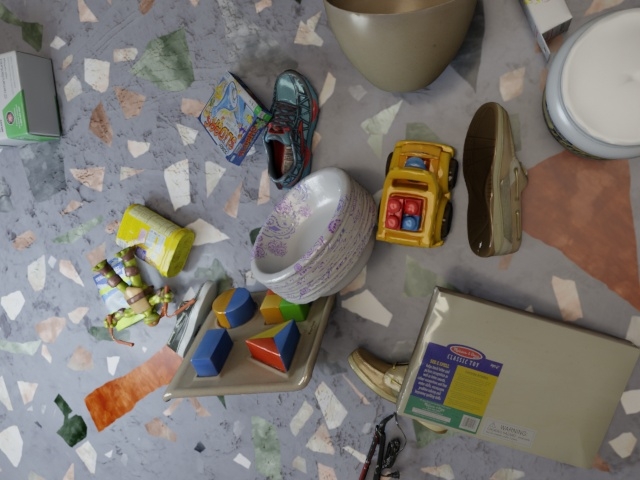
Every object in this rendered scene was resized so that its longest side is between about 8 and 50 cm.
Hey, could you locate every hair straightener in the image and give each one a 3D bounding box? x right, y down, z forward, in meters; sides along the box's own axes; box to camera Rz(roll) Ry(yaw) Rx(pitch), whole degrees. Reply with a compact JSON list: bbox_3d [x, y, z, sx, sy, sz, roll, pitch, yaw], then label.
[{"bbox_3d":[0.147,0.503,1.342,0.089,0.047,0.231,19,98,16],"label":"hair straightener"}]

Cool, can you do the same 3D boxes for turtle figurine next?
[{"bbox_3d":[-0.438,0.124,1.430,0.269,0.087,0.217,-25,100,23],"label":"turtle figurine"}]

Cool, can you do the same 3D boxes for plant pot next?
[{"bbox_3d":[0.157,-0.400,1.130,0.284,0.284,0.191,6,135,18],"label":"plant pot"}]

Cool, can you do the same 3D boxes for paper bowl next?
[{"bbox_3d":[0.000,0.000,1.220,0.284,0.284,0.148,-42,118,19],"label":"paper bowl"}]

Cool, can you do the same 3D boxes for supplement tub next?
[{"bbox_3d":[0.493,-0.249,0.980,0.228,0.316,0.229,2,97,19],"label":"supplement tub"}]

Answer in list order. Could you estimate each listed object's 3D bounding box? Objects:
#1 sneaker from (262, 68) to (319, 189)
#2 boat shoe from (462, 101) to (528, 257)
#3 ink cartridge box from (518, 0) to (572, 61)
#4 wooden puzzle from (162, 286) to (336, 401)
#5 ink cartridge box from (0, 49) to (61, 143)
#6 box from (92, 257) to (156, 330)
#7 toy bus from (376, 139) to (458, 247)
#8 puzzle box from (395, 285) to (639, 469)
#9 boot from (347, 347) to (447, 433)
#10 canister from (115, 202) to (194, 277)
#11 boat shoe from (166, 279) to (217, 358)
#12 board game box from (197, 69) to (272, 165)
[{"bbox_3d":[-0.068,-0.240,1.276,0.104,0.125,0.262,2,97,18],"label":"sneaker"},{"bbox_3d":[0.353,-0.119,1.168,0.098,0.109,0.303,-5,96,-20],"label":"boat shoe"},{"bbox_3d":[0.415,-0.435,1.096,0.061,0.104,0.181,-25,89,20],"label":"ink cartridge box"},{"bbox_3d":[-0.148,0.191,1.257,0.347,0.322,0.081,-13,119,22],"label":"wooden puzzle"},{"bbox_3d":[-0.840,-0.352,1.531,0.289,0.121,0.211,-6,94,20],"label":"ink cartridge box"},{"bbox_3d":[-0.510,0.130,1.519,0.109,0.042,0.178,-27,88,20],"label":"box"},{"bbox_3d":[0.179,-0.090,1.165,0.149,0.211,0.220,10,98,19],"label":"toy bus"},{"bbox_3d":[0.380,0.270,1.164,0.408,0.052,0.272,17,103,-1],"label":"puzzle box"},{"bbox_3d":[0.209,0.260,1.257,0.262,0.095,0.204,34,107,10],"label":"boot"},{"bbox_3d":[-0.410,-0.003,1.452,0.169,0.073,0.126,29,106,15],"label":"canister"},{"bbox_3d":[-0.320,0.185,1.441,0.070,0.078,0.219,30,107,12],"label":"boat shoe"},{"bbox_3d":[-0.194,-0.274,1.310,0.136,0.035,0.201,-54,46,17],"label":"board game box"}]
